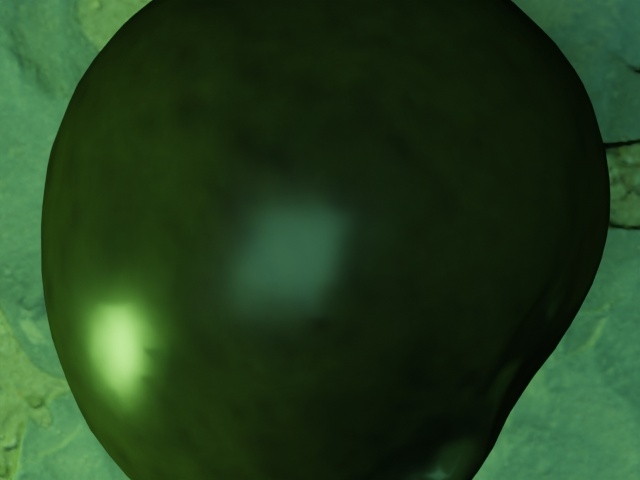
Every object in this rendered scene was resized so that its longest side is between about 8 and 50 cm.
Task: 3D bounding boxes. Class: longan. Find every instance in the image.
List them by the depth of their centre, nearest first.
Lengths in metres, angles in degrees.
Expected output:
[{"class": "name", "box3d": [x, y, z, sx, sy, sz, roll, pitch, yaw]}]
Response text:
[{"class": "longan", "box3d": [0.000, 0.000, 0.640, 0.319, 0.319, 0.319, 2, 106, 7]}]
